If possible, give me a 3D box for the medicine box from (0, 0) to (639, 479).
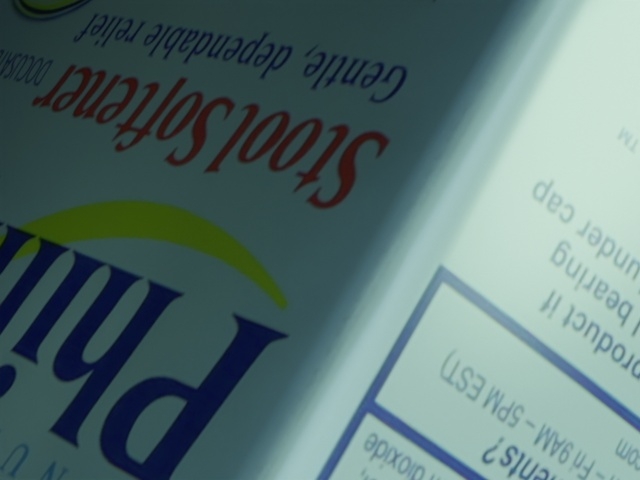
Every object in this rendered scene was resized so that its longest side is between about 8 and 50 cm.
[{"bbox_3d":[0.000,0.000,0.541,0.149,0.263,0.289,38,78,-34],"label":"medicine box"}]
